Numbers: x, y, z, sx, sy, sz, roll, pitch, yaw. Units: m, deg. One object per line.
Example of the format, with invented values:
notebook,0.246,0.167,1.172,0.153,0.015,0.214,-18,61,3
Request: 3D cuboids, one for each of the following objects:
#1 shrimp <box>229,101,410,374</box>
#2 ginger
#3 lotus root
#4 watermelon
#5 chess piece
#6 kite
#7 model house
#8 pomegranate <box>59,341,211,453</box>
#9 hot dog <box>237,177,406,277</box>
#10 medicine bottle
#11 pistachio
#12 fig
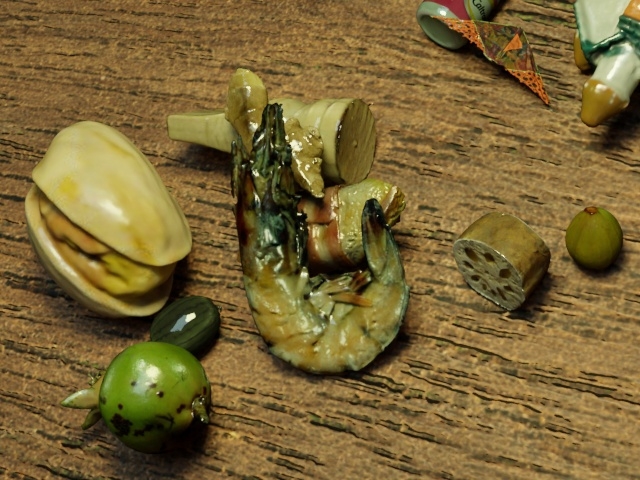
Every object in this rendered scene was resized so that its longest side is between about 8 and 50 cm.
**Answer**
shrimp,0.000,0.000,1.441,0.233,0.071,0.365,-3,100,21
ginger,-0.061,-0.142,1.520,0.133,0.059,0.214,-20,78,33
lotus root,0.234,0.020,1.425,0.122,0.112,0.081,35,71,33
watermelon,-0.186,0.120,1.542,0.110,0.078,0.078,-39,56,-5
chess piece,-0.077,-0.158,1.628,0.300,0.137,0.137,9,65,25
kite,0.272,-0.286,1.618,0.222,0.008,0.125,38,45,2
model house,0.447,-0.265,1.493,0.271,0.190,0.301,34,89,32
pomegranate,-0.239,0.218,1.468,0.220,0.156,0.156,-26,54,28
hot dog,0.008,-0.012,1.530,0.261,0.093,0.123,-10,78,27
medicine bottle,0.239,-0.393,1.672,0.090,0.090,0.217,31,76,31
pistachio,-0.309,-0.038,1.603,0.230,0.230,0.309,-38,60,-4
fig,0.349,-0.008,1.416,0.074,0.088,0.074,-7,43,7
